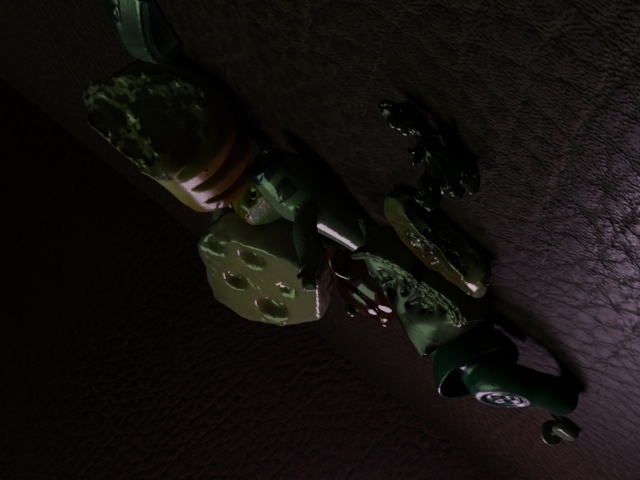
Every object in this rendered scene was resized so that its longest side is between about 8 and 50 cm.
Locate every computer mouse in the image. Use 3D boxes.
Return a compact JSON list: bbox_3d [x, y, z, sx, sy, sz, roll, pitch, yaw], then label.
[{"bbox_3d":[-0.321,-0.371,1.667,0.126,0.071,0.231,36,168,23],"label":"computer mouse"}]

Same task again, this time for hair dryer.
[{"bbox_3d":[0.018,-0.007,1.724,0.296,0.119,0.298,21,-138,-48],"label":"hair dryer"}]

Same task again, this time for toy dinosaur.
[{"bbox_3d":[0.148,-0.120,1.228,0.179,0.087,0.187,-81,-32,-60],"label":"toy dinosaur"}]

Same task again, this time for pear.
[{"bbox_3d":[-0.114,-0.103,1.925,0.104,0.141,0.141,58,176,21],"label":"pear"}]

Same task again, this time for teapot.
[{"bbox_3d":[0.086,0.089,1.982,0.178,0.135,0.252,20,159,51],"label":"teapot"}]

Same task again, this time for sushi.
[{"bbox_3d":[0.169,0.055,1.657,0.273,0.134,0.109,54,156,3],"label":"sushi"}]

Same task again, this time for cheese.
[{"bbox_3d":[-0.123,0.060,2.089,0.318,0.115,0.326,42,140,-23],"label":"cheese"}]

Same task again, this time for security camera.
[{"bbox_3d":[0.511,0.404,2.054,0.058,0.058,0.092,41,157,-6],"label":"security camera"}]

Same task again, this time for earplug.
[{"bbox_3d":[0.322,0.221,1.765,0.280,0.257,0.164,55,147,27],"label":"earplug"}]

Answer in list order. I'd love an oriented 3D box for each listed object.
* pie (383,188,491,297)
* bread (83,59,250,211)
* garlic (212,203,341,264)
[{"bbox_3d":[0.181,0.006,1.533,0.218,0.052,0.185,42,175,1],"label":"pie"},{"bbox_3d":[-0.255,-0.202,1.817,0.315,0.211,0.270,42,180,31],"label":"bread"},{"bbox_3d":[-0.118,-0.016,2.213,0.325,0.132,0.279,44,146,-16],"label":"garlic"}]
